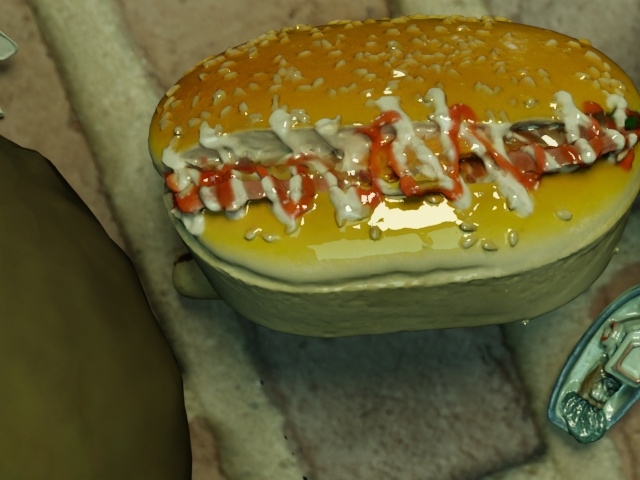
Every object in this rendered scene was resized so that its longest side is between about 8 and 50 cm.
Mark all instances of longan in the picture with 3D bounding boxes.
[{"bbox_3d":[-0.268,0.113,0.776,0.404,0.436,0.404,-1,78,3],"label":"longan"}]

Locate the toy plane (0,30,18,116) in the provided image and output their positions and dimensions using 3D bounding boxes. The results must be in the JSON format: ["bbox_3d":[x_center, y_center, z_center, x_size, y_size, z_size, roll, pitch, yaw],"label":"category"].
[{"bbox_3d":[-0.299,-0.101,0.873,0.234,0.082,0.160,-36,131,13],"label":"toy plane"}]

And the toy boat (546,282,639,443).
[{"bbox_3d":[0.209,0.082,0.929,0.059,0.066,0.140,31,106,-5],"label":"toy boat"}]

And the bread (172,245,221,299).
[{"bbox_3d":[0.001,0.000,0.902,0.214,0.073,0.053,-9,117,6],"label":"bread"}]

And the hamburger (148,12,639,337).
[{"bbox_3d":[0.048,-0.054,0.808,0.295,0.227,0.151,-8,130,4],"label":"hamburger"}]
